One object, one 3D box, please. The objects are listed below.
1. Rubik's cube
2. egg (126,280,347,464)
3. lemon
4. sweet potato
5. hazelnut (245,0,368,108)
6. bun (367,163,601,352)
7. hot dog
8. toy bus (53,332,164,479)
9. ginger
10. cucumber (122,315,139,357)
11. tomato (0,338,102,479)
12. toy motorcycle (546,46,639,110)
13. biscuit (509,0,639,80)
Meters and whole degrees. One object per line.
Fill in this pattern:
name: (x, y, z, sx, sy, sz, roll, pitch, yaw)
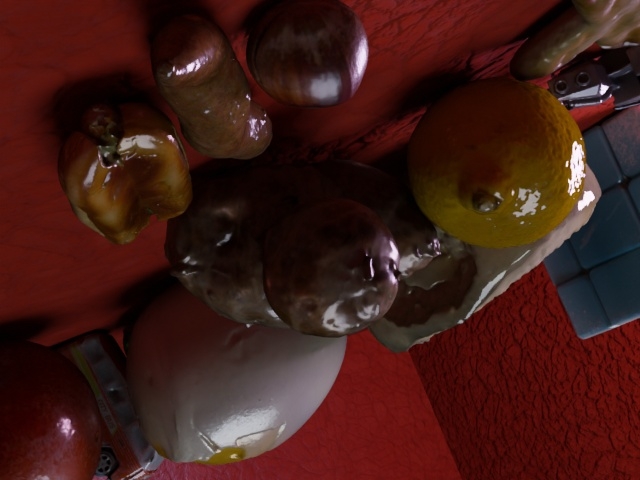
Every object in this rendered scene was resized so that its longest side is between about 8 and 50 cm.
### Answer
Rubik's cube: (0.580, -0.051, 1.601, 0.319, 0.315, 0.322, -15, 168, -35)
egg: (-0.121, 0.171, 1.379, 0.345, 0.283, 0.283, -28, 172, -16)
lemon: (0.184, -0.081, 0.980, 0.187, 0.186, 0.244, -26, -176, 21)
sweet potato: (-0.081, -0.106, 0.654, 0.059, 0.067, 0.281, 21, 173, 9)
hazelnut: (-0.008, -0.131, 0.654, 0.086, 0.086, 0.086, -21, 170, -4)
bun: (0.186, -0.017, 1.254, 0.364, 0.202, 0.364, -36, 173, -5)
hot dog: (-0.157, -0.054, 0.749, 0.100, 0.068, 0.249, -31, 174, -10)
toy bus: (-0.343, 0.278, 1.531, 0.120, 0.265, 0.121, -30, 170, -2)
ginger: (0.000, 0.000, 0.996, 0.256, 0.176, 0.375, 6, -169, 20)
cucumber: (-0.265, 0.175, 1.548, 0.134, 0.134, 0.244, -22, 158, 1)
tomato: (-0.427, 0.258, 1.262, 0.265, 0.264, 0.265, -21, 170, -4)
toy motorcycle: (0.359, -0.196, 1.062, 0.215, 0.080, 0.122, -19, 170, 9)
biscuit: (0.268, -0.217, 0.854, 0.164, 0.047, 0.208, -21, 170, -9)
